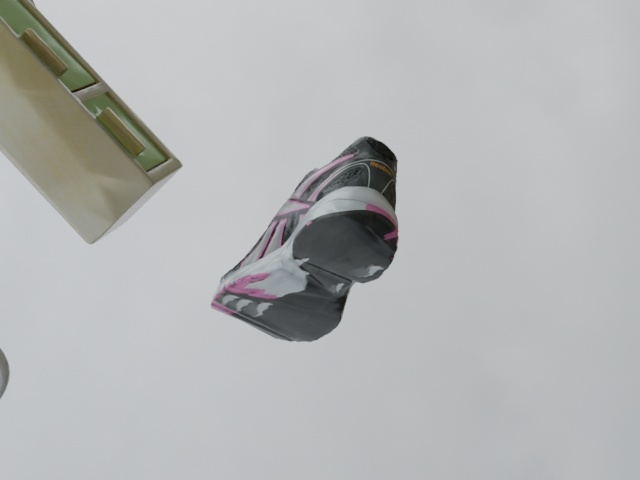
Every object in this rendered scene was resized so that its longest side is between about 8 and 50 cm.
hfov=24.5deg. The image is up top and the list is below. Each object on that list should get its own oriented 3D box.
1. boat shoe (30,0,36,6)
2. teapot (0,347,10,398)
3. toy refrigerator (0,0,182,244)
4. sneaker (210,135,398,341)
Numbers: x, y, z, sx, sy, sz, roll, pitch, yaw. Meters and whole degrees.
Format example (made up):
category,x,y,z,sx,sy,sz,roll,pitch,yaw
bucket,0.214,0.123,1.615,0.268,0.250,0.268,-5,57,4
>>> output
category,x,y,z,sx,sy,sz,roll,pitch,yaw
boat shoe,-0.374,-0.229,1.812,0.066,0.063,0.184,-57,-44,-66
teapot,-0.520,0.191,1.702,0.256,0.252,0.187,-36,-54,-32
toy refrigerator,-0.253,-0.133,1.327,0.269,0.094,0.102,48,-163,-2
sneaker,0.000,0.000,0.869,0.072,0.178,0.077,30,-125,-20
